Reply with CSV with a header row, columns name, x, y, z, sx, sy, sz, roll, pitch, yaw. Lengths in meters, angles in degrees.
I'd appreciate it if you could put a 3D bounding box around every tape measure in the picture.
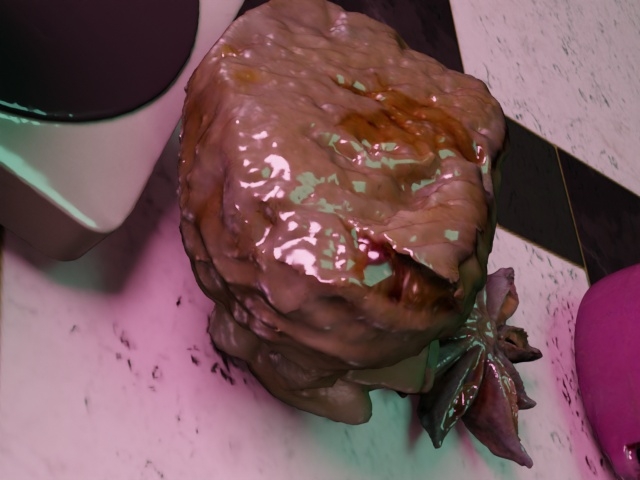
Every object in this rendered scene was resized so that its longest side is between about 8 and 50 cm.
name,x,y,z,sx,sy,sz,roll,pitch,yaw
tape measure,0.322,0.137,1.003,0.231,0.149,0.245,32,51,-38

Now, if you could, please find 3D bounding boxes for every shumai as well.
name,x,y,z,sx,sy,sz,roll,pitch,yaw
shumai,0.001,-0.001,0.667,0.189,0.218,0.256,22,38,5

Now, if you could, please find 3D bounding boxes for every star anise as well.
name,x,y,z,sx,sy,sz,roll,pitch,yaw
star anise,0.099,0.076,0.836,0.195,0.065,0.182,35,47,-37

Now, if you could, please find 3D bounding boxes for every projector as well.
name,x,y,z,sx,sy,sz,roll,pitch,yaw
projector,-0.181,-0.154,0.626,0.259,0.079,0.257,39,47,-21
